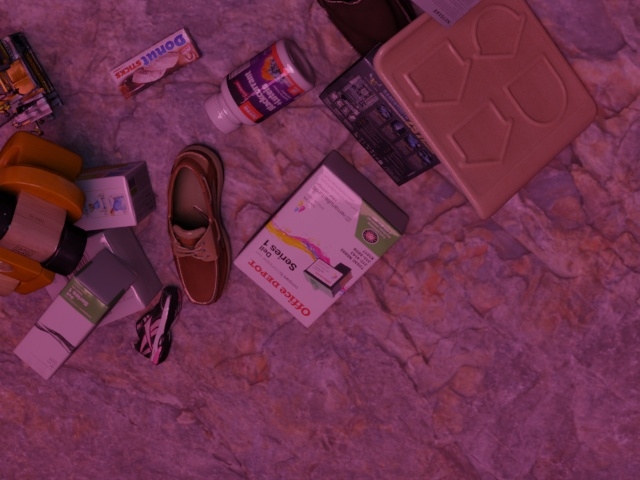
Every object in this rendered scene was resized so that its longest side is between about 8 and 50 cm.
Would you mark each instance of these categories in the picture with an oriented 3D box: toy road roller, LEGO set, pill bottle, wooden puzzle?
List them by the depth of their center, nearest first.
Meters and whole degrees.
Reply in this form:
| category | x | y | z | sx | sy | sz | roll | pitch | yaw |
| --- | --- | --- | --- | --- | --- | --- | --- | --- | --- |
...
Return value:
| category | x | y | z | sx | sy | sz | roll | pitch | yaw |
| --- | --- | --- | --- | --- | --- | --- | --- | --- | --- |
| wooden puzzle | 0.281 | -0.258 | 1.755 | 0.322 | 0.080 | 0.347 | -41 | 104 | -21 |
| pill bottle | -0.115 | -0.279 | 1.883 | 0.194 | 0.108 | 0.108 | -31 | 101 | 20 |
| toy road roller | -0.561 | -0.052 | 1.893 | 0.203 | 0.240 | 0.330 | 27 | 148 | -32 |
| LEGO set | -0.624 | -0.250 | 1.906 | 0.255 | 0.331 | 0.192 | -28 | 105 | -1 |

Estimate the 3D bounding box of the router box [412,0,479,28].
| category | x | y | z | sx | sy | sz | roll | pitch | yaw |
| --- | --- | --- | --- | --- | --- | --- | --- | --- | --- |
| router box | 0.081 | -0.513 | 1.576 | 0.082 | 0.335 | 0.301 | -40 | 57 | 21 |

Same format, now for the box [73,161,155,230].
| category | x | y | z | sx | sy | sz | roll | pitch | yaw |
| --- | --- | --- | --- | --- | --- | --- | --- | --- | --- |
| box | -0.448 | -0.084 | 2.018 | 0.203 | 0.114 | 0.103 | -6 | 108 | 14 |

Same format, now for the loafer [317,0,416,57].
| category | x | y | z | sx | sy | sz | roll | pitch | yaw |
| --- | --- | --- | --- | --- | --- | --- | --- | --- | --- |
| loafer | 0.050 | -0.416 | 1.746 | 0.134 | 0.130 | 0.366 | -32 | 123 | 21 |

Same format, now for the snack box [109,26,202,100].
| category | x | y | z | sx | sy | sz | roll | pitch | yaw |
| --- | --- | --- | --- | --- | --- | --- | --- | --- | --- |
| snack box | -0.315 | -0.337 | 1.948 | 0.178 | 0.022 | 0.064 | -26 | 102 | 19 |

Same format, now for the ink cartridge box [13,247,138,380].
| category | x | y | z | sx | sy | sz | roll | pitch | yaw |
| --- | --- | --- | --- | --- | --- | --- | --- | --- | --- |
| ink cartridge box | -0.468 | 0.141 | 1.951 | 0.093 | 0.160 | 0.219 | 41 | 111 | -5 |

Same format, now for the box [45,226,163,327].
| category | x | y | z | sx | sy | sz | roll | pitch | yaw |
| --- | --- | --- | --- | --- | --- | --- | --- | --- | --- |
| box | -0.450 | 0.072 | 2.074 | 0.181 | 0.119 | 0.181 | -22 | 105 | 18 |

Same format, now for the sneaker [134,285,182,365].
| category | x | y | z | sx | sy | sz | roll | pitch | yaw |
| --- | --- | --- | --- | --- | --- | --- | --- | --- | --- |
| sneaker | -0.347 | 0.173 | 2.119 | 0.077 | 0.072 | 0.178 | 22 | 109 | 10 |

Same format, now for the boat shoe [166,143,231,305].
| category | x | y | z | sx | sy | sz | roll | pitch | yaw |
| --- | --- | --- | --- | --- | --- | --- | --- | --- | --- |
| boat shoe | -0.252 | -0.022 | 1.999 | 0.123 | 0.120 | 0.323 | 1 | 110 | 12 |

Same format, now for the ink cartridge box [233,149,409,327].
| category | x | y | z | sx | sy | sz | roll | pitch | yaw |
| --- | --- | --- | --- | --- | --- | --- | --- | --- | --- |
| ink cartridge box | 0.000 | 0.000 | 1.956 | 0.201 | 0.117 | 0.278 | 42 | 113 | -5 |

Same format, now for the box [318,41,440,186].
| category | x | y | z | sx | sy | sz | roll | pitch | yaw |
| --- | --- | --- | --- | --- | --- | --- | --- | --- | --- |
| box | 0.126 | -0.221 | 1.830 | 0.232 | 0.059 | 0.183 | 47 | 152 | -7 |
